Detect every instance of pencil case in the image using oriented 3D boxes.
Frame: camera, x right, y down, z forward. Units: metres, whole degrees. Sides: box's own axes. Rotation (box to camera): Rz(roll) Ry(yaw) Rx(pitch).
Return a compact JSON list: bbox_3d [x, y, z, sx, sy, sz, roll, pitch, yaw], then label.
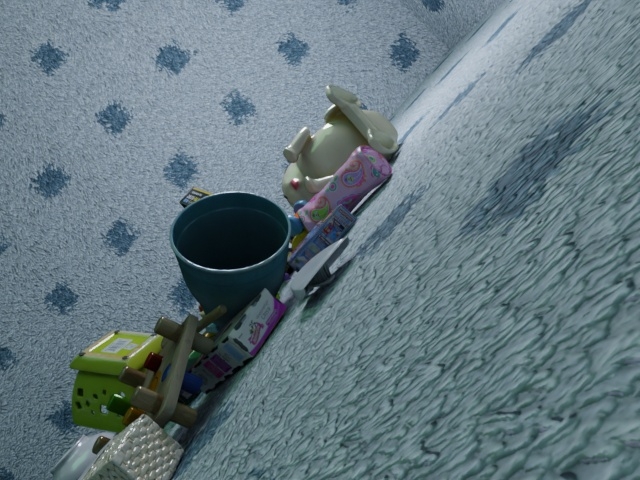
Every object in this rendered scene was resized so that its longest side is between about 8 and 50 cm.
[{"bbox_3d":[0.062,-0.123,1.759,0.284,0.124,0.124,-46,5,25],"label":"pencil case"}]

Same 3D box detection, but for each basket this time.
[{"bbox_3d":[-0.311,0.379,1.079,0.103,0.113,0.167,-45,6,11],"label":"basket"}]

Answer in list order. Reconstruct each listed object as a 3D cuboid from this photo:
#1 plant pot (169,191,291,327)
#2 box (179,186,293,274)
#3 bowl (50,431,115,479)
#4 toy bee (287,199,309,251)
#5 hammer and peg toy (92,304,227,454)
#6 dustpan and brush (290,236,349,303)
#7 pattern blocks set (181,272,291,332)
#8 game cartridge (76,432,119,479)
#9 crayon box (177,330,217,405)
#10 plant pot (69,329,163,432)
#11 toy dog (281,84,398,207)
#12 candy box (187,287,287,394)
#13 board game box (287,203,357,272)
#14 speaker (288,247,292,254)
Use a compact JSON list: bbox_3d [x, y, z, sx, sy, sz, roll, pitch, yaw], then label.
[{"bbox_3d":[-0.204,0.067,1.561,0.271,0.272,0.255,-52,-26,-41],"label":"plant pot"},{"bbox_3d":[-0.248,-0.019,1.972,0.322,0.257,0.079,20,61,43],"label":"box"},{"bbox_3d":[-0.733,0.699,2.031,0.298,0.134,0.298,-47,6,7],"label":"bowl"},{"bbox_3d":[-0.047,-0.041,2.006,0.195,0.162,0.298,-41,28,-19],"label":"toy bee"},{"bbox_3d":[-0.327,0.269,1.355,0.266,0.127,0.361,-49,21,32],"label":"hammer and peg toy"},{"bbox_3d":[-0.017,0.079,1.285,0.147,0.060,0.211,-49,12,-28],"label":"dustpan and brush"},{"bbox_3d":[-0.219,0.166,1.779,0.325,0.026,0.285,-30,16,-37],"label":"pattern blocks set"},{"bbox_3d":[-0.598,0.621,1.825,0.355,0.068,0.230,-51,8,-34],"label":"game cartridge"},{"bbox_3d":[-0.325,0.324,1.769,0.202,0.081,0.318,-45,6,35],"label":"crayon box"},{"bbox_3d":[-0.537,0.374,1.803,0.227,0.207,0.228,3,19,20],"label":"plant pot"},{"bbox_3d":[0.032,-0.257,2.122,0.408,0.284,0.395,-45,-7,24],"label":"toy dog"},{"bbox_3d":[-0.186,0.222,1.434,0.233,0.071,0.159,-44,8,44],"label":"candy box"},{"bbox_3d":[0.000,0.000,1.635,0.194,0.060,0.194,-47,5,-2],"label":"board game box"},{"bbox_3d":[-0.123,0.069,2.148,0.055,0.055,0.136,-51,7,-31],"label":"speaker"}]
